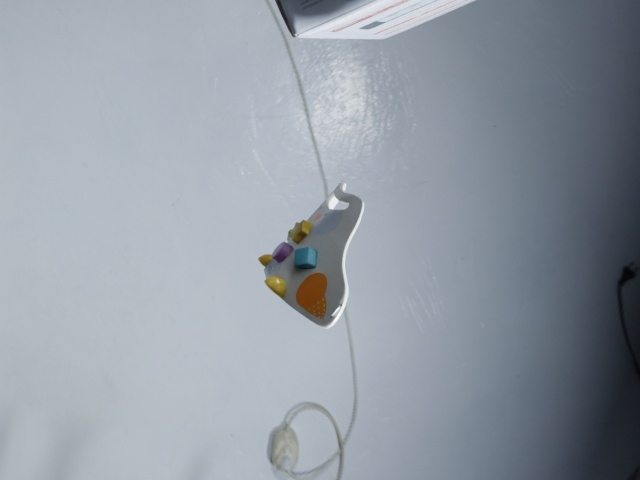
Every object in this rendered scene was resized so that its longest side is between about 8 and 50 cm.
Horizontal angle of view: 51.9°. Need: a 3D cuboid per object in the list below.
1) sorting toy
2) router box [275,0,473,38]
[{"bbox_3d":[0.000,0.000,0.409,0.045,0.083,0.075,30,99,-18],"label":"sorting toy"},{"bbox_3d":[0.154,-0.255,0.502,0.336,0.301,0.082,-18,100,20],"label":"router box"}]
